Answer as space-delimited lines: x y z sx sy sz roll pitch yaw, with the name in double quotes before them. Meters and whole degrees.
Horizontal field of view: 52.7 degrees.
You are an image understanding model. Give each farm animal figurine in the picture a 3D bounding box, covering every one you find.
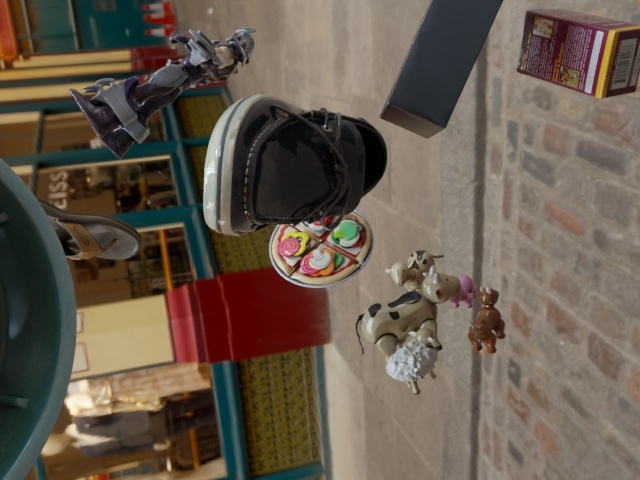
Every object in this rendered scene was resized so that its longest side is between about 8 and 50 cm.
"farm animal figurine" 0.216 0.133 1.391 0.330 0.327 0.172 35 150 59

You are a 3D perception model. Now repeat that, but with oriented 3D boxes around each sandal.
"sandal" -0.393 -0.008 1.018 0.090 0.219 0.060 -43 40 32

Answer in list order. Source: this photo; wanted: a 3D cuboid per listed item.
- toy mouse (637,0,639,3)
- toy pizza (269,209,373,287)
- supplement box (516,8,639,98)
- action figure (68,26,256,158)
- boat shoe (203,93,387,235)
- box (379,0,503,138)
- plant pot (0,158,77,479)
"toy mouse" 0.262 -0.195 0.392 0.161 0.143 0.031 60 -165 -8
"toy pizza" 0.000 0.000 1.225 0.032 0.201 0.201 77 174 -53
"supplement box" 0.416 -0.306 1.041 0.188 0.081 0.104 44 140 51
"action figure" -0.210 -0.240 0.946 0.099 0.285 0.185 55 167 -1
"boat shoe" -0.016 -0.113 0.948 0.500 0.156 0.186 -28 -55 -67
"box" 0.193 -0.304 1.015 0.184 0.103 0.261 -41 -25 -85
"plant pot" -0.434 0.075 0.508 0.334 0.341 0.341 -6 93 41
